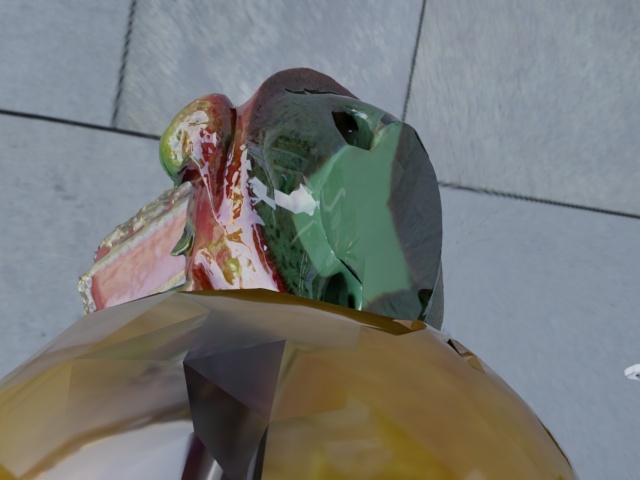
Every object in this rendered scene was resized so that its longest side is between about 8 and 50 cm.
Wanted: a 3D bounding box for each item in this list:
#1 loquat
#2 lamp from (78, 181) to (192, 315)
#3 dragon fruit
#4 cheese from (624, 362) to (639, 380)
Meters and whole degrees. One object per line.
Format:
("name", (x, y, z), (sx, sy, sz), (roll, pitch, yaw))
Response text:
("loquat", (-0.025, 0.130, 0.385), (0.235, 0.235, 0.235), (0, 90, 6))
("lamp", (-0.106, 0.025, 1.180), (0.274, 0.177, 0.177), (-31, 86, 28))
("dragon fruit", (0.000, 0.000, 0.875), (0.130, 0.295, 0.268), (-15, 110, 38))
("cheese", (0.388, 0.114, 1.258), (0.137, 0.227, 0.064), (13, 65, -14))
